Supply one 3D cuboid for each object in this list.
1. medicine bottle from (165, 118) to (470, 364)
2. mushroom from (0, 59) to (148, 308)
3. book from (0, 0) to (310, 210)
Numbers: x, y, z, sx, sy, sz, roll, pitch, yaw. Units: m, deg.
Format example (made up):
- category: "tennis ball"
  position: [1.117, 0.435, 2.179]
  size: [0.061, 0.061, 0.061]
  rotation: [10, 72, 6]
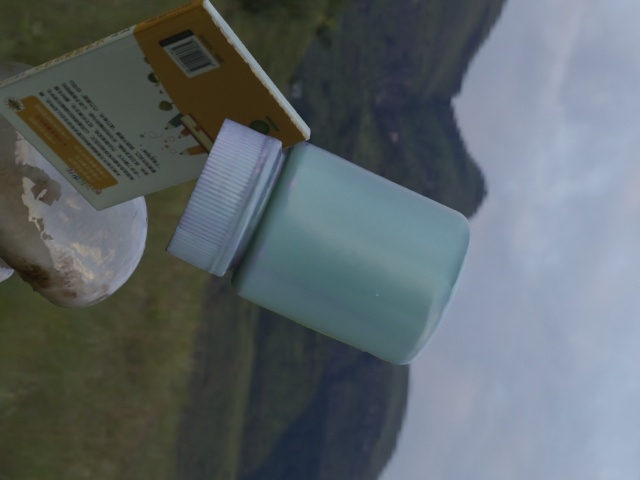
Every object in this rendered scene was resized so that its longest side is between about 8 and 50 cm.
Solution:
- category: "medicine bottle"
  position: [0.000, 0.000, 1.115]
  size: [0.139, 0.225, 0.139]
  rotation: [-156, -90, -85]
- category: "mushroom"
  position: [-0.403, -0.058, 1.800]
  size: [0.362, 0.294, 0.362]
  rotation: [52, 1, -1]
- category: "book"
  position: [-0.187, -0.137, 1.458]
  size: [0.208, 0.295, 0.020]
  rotation: [50, 35, -39]
